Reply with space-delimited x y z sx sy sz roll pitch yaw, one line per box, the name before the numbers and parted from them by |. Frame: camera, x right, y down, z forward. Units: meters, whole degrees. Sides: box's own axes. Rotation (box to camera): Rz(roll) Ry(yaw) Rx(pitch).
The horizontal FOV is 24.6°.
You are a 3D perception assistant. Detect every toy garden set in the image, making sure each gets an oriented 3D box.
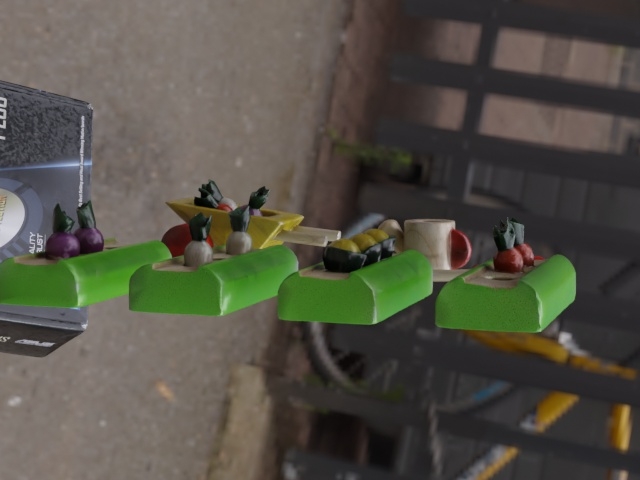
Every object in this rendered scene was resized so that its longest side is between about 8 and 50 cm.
toy garden set | 0.000 0.000 0.707 0.204 0.244 0.049 -16 108 -72

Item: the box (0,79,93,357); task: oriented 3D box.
box | -0.244 -0.020 1.037 0.147 0.077 0.180 12 65 -31
